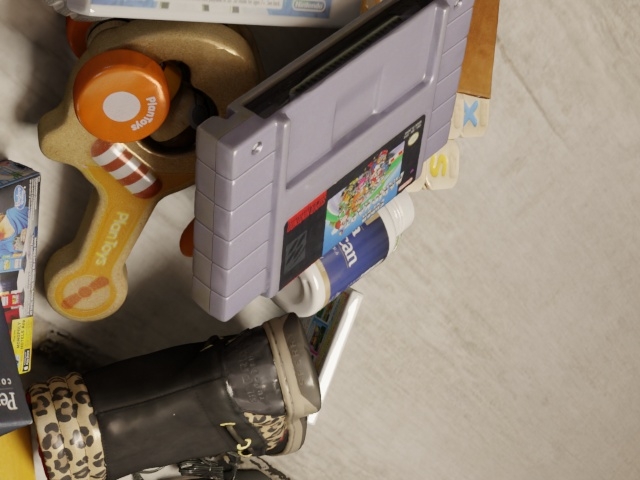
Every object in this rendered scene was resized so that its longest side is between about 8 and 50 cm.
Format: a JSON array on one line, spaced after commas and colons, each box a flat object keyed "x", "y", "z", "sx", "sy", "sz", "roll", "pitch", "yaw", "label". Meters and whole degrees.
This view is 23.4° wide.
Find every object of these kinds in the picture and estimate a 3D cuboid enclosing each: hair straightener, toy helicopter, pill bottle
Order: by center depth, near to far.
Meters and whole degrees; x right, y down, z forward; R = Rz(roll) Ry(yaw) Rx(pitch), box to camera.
[{"x": -0.160, "y": -0.057, "z": 1.457, "sx": 0.235, "sy": 0.140, "sz": 0.355, "roll": 12, "pitch": 127, "yaw": -24, "label": "toy helicopter"}, {"x": 0.018, "y": -0.001, "z": 1.601, "sx": 0.169, "sy": 0.094, "sz": 0.094, "roll": -36, "pitch": 139, "yaw": -35, "label": "pill bottle"}, {"x": -0.133, "y": 0.275, "z": 1.833, "sx": 0.230, "sy": 0.047, "sz": 0.089, "roll": 19, "pitch": 101, "yaw": -48, "label": "hair straightener"}]

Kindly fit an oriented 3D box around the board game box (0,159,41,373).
[{"x": -0.349, "y": 0.033, "z": 1.373, "sx": 0.194, "sy": 0.060, "sz": 0.194, "roll": -7, "pitch": 110, "yaw": -41, "label": "board game box"}]

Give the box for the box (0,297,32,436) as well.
[{"x": -0.393, "y": 0.027, "z": 1.095, "sx": 0.183, "sy": 0.294, "sz": 0.296, "roll": -23, "pitch": 166, "yaw": 33, "label": "box"}]

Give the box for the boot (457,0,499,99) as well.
[{"x": 0.198, "y": -0.292, "z": 1.672, "sx": 0.264, "sy": 0.096, "sz": 0.280, "roll": -1, "pitch": 98, "yaw": -47, "label": "boot"}]

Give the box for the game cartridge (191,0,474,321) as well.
[{"x": 0.018, "y": -0.094, "z": 1.463, "sx": 0.355, "sy": 0.068, "sz": 0.230, "roll": -39, "pitch": 146, "yaw": -35, "label": "game cartridge"}]

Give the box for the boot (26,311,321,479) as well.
[{"x": -0.158, "y": 0.186, "z": 1.634, "sx": 0.284, "sy": 0.138, "sz": 0.377, "roll": -15, "pitch": 171, "yaw": -12, "label": "boot"}]

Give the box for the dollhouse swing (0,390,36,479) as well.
[{"x": -0.486, "y": 0.295, "z": 1.431, "sx": 0.347, "sy": 0.305, "sz": 0.315, "roll": 8, "pitch": 69, "yaw": -50, "label": "dollhouse swing"}]

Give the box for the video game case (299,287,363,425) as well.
[{"x": -0.005, "y": 0.121, "z": 1.769, "sx": 0.019, "sy": 0.143, "sz": 0.157, "roll": 21, "pitch": 91, "yaw": -18, "label": "video game case"}]

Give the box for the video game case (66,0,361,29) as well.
[{"x": -0.062, "y": -0.335, "z": 1.321, "sx": 0.329, "sy": 0.036, "sz": 0.300, "roll": -5, "pitch": 109, "yaw": -47, "label": "video game case"}]

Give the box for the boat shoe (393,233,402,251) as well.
[{"x": 0.000, "y": 0.000, "z": 1.730, "sx": 0.302, "sy": 0.094, "sz": 0.109, "roll": 1, "pitch": 115, "yaw": -48, "label": "boat shoe"}]

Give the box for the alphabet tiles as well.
[{"x": 0.118, "y": -0.195, "z": 1.700, "sx": 0.278, "sy": 0.021, "sz": 0.284, "roll": -6, "pitch": 101, "yaw": -52, "label": "alphabet tiles"}]

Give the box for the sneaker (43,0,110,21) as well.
[{"x": -0.244, "y": -0.307, "z": 1.262, "sx": 0.281, "sy": 0.105, "sz": 0.115, "roll": 56, "pitch": 38, "yaw": -47, "label": "sneaker"}]

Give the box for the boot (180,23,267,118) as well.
[{"x": -0.020, "y": -0.156, "z": 1.613, "sx": 0.269, "sy": 0.089, "sz": 0.236, "roll": -28, "pitch": 130, "yaw": -41, "label": "boot"}]
